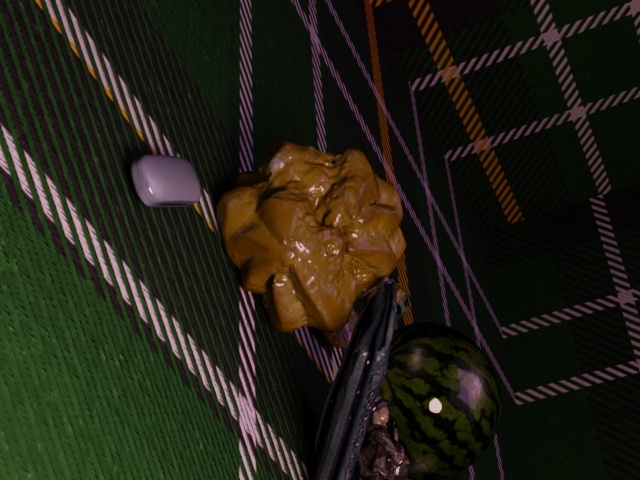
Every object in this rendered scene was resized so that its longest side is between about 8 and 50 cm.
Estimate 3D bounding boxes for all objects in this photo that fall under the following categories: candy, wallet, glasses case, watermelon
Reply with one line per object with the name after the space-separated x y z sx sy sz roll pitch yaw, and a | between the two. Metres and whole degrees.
0.177 0.222 2.477 0.083 0.091 0.306 -85 159 -59 | candy
0.047 0.251 1.736 0.237 0.075 0.342 -68 173 -63 | wallet
-0.211 -0.081 1.528 0.178 0.045 0.067 -6 79 -75 | glasses case
0.194 0.302 2.067 0.285 0.285 0.285 -18 90 -74 | watermelon

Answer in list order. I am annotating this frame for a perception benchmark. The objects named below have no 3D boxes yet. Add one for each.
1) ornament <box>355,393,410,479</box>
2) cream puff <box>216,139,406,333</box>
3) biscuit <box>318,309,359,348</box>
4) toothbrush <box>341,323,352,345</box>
0.121 0.353 1.872 0.166 0.153 0.196 74 12 -67 | ornament
0.008 0.003 1.778 0.323 0.274 0.270 57 12 -34 | cream puff
0.010 0.126 2.064 0.290 0.038 0.141 54 23 -43 | biscuit
-0.015 0.025 1.993 0.354 0.029 0.024 67 22 4 | toothbrush
